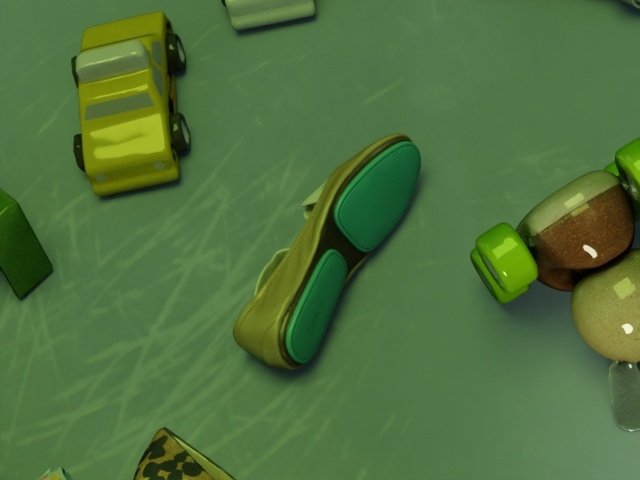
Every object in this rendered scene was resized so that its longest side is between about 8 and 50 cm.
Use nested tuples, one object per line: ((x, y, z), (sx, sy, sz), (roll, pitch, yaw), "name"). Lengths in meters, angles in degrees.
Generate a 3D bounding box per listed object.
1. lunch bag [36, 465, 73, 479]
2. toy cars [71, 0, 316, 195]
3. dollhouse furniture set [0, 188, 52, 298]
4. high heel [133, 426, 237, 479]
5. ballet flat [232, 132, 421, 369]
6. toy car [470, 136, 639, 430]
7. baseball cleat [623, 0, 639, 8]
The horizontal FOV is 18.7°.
((-0.209, 0.226, 1.510), (0.071, 0.053, 0.083), (-35, 64, -7), "lunch bag")
((-0.116, -0.216, 1.763), (0.176, 0.087, 0.394), (26, 67, 29), "toy cars")
((-0.382, -0.040, 1.583), (0.197, 0.301, 0.151), (-40, 53, -16), "dollhouse furniture set")
((-0.019, 0.191, 1.450), (0.261, 0.093, 0.186), (-20, 59, 13), "high heel")
((0.000, 0.000, 1.594), (0.073, 0.080, 0.232), (11, 57, 39), "ballet flat")
((0.230, 0.043, 1.492), (0.155, 0.149, 0.188), (-32, 83, -3), "toy car")
((0.232, -0.247, 1.698), (0.206, 0.072, 0.109), (-13, 54, 7), "baseball cleat")
